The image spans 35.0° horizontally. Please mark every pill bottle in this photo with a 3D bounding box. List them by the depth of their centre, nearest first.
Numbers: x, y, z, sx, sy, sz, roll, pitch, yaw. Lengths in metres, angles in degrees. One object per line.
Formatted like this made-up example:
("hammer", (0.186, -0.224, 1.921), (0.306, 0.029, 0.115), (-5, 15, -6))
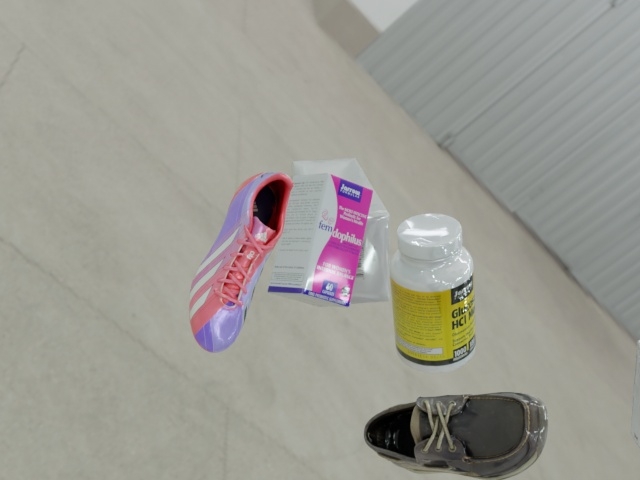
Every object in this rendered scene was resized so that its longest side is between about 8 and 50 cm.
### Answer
("pill bottle", (0.252, 0.117, 2.275), (0.188, 0.188, 0.334), (-95, 178, -58))

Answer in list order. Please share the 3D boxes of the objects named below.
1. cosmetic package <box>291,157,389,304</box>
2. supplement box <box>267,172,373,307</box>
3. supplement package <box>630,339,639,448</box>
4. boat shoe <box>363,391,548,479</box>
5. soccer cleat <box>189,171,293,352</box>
("cosmetic package", (0.033, -0.027, 2.104), (0.365, 0.155, 0.197), (-109, -165, -66))
("supplement box", (0.000, 0.000, 1.812), (0.111, 0.114, 0.220), (18, 79, -35))
("supplement package", (0.497, 0.196, 1.195), (0.149, 0.203, 0.194), (-114, -172, -46))
("boat shoe", (0.195, 0.303, 1.558), (0.130, 0.355, 0.132), (13, 66, -31))
("soccer cleat", (-0.100, 0.023, 1.298), (0.083, 0.095, 0.248), (28, 67, -22))
